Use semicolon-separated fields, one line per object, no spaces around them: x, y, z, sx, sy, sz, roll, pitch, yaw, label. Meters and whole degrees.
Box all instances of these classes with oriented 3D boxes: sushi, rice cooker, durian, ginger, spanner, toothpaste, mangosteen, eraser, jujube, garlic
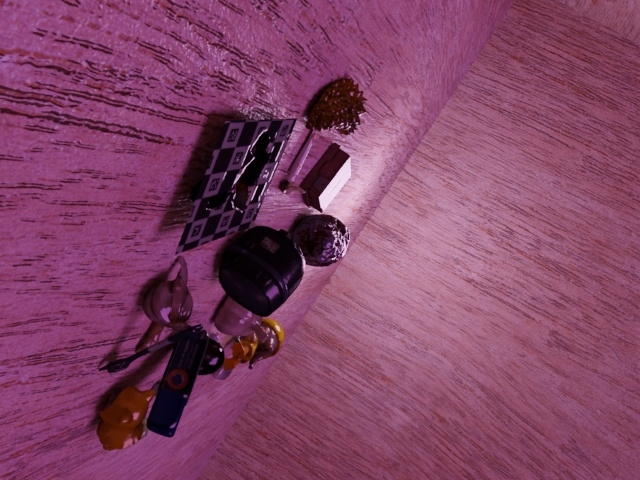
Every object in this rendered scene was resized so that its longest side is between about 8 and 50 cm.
-0.222;-0.160;1.453;0.343;0.064;0.359;-64;165;22;sushi
-0.181;0.091;1.872;0.224;0.267;0.267;-49;167;-31;rice cooker
0.070;-0.406;1.823;0.191;0.112;0.341;-56;166;17;durian
-0.483;0.279;1.685;0.137;0.044;0.057;-58;150;7;ginger
-0.443;0.283;1.527;0.315;0.024;0.087;-26;164;15;spanner
-0.097;-0.168;1.937;0.052;0.066;0.130;-57;159;8;durian
-0.058;-0.274;1.883;0.190;0.031;0.048;-60;-176;14;toothpaste
-0.418;0.406;2.094;0.152;0.152;0.152;-52;168;-16;mangosteen
-0.449;0.443;1.855;0.155;0.101;0.332;118;-10;-57;eraser
0.000;0.000;2.426;0.226;0.226;0.317;-58;170;14;jujube
-0.389;0.134;1.526;0.131;0.127;0.194;155;-55;-77;garlic
-0.266;0.293;2.183;0.218;0.212;0.218;-45;165;-16;garlic

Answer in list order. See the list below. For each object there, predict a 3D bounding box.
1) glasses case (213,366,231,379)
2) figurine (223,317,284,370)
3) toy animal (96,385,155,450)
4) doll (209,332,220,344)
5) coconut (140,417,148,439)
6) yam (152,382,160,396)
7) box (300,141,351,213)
-0.451;0.609;2.716;0.074;0.049;0.193;-53;167;-9;glasses case
-0.302;0.470;2.631;0.215;0.187;0.343;-35;175;28;figurine
-0.587;0.536;1.743;0.156;0.156;0.230;-38;163;-55;toy animal
-0.434;0.428;2.269;0.114;0.057;0.227;-38;162;-45;doll
-0.628;0.633;1.990;0.087;0.096;0.088;-13;161;-5;coconut
-0.547;0.525;2.081;0.054;0.054;0.132;-55;169;1;yam
0.025;-0.228;2.204;0.215;0.086;0.215;-52;169;-11;box
